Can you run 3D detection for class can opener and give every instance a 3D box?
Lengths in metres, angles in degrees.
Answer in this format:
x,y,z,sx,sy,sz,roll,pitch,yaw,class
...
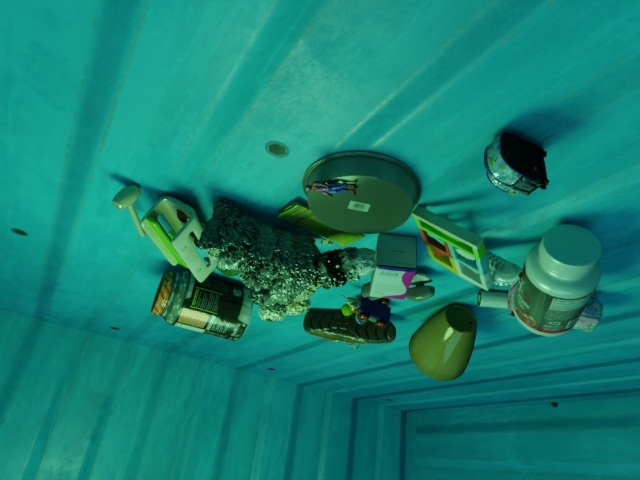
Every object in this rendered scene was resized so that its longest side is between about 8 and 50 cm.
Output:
x,y,z,sx,sy,sz,roll,pitch,yaw,class
0.250,0.162,1.521,0.074,0.093,0.280,27,151,-33,can opener

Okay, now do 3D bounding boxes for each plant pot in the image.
x,y,z,sx,sy,sz,roll,pitch,yaw,class
0.477,0.358,1.704,0.236,0.237,0.255,9,138,-1,plant pot

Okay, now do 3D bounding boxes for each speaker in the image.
x,y,z,sx,sy,sz,roll,pitch,yaw,class
0.600,0.199,1.525,0.136,0.055,0.055,4,151,6,speaker

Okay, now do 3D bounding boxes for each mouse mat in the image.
x,y,z,sx,sy,sz,roll,pitch,yaw,class
-0.296,0.087,1.601,0.189,0.007,0.152,-9,147,26,mouse mat

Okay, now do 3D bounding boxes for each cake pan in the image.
x,y,z,sx,sy,sz,roll,pitch,yaw,class
0.096,-0.102,1.108,0.292,0.054,0.293,6,151,4,cake pan

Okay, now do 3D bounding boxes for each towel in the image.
x,y,z,sx,sy,sz,roll,pitch,yaw,class
0.002,-0.040,1.267,0.237,0.021,0.102,24,155,-28,towel

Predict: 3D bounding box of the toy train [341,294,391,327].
x,y,z,sx,sy,sz,roll,pitch,yaw,class
0.129,0.246,1.686,0.247,0.105,0.143,26,152,-30,toy train

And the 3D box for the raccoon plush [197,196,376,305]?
x,y,z,sx,sy,sz,roll,pitch,yaw,class
-0.106,-0.007,1.235,0.445,0.216,0.299,-20,134,19,raccoon plush

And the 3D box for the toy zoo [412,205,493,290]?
x,y,z,sx,sy,sz,roll,pitch,yaw,class
0.356,0.034,1.202,0.192,0.030,0.293,34,169,37,toy zoo

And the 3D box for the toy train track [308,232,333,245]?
x,y,z,sx,sy,sz,roll,pitch,yaw,class
0.000,0.000,1.358,0.083,0.014,0.048,23,148,-24,toy train track

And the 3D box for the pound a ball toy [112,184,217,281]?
x,y,z,sx,sy,sz,roll,pitch,yaw,class
-0.423,-0.036,1.316,0.208,0.136,0.319,28,156,18,pound a ball toy

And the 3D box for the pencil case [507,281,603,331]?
x,y,z,sx,sy,sz,roll,pitch,yaw,class
0.737,0.210,1.440,0.283,0.124,0.124,13,151,-10,pencil case

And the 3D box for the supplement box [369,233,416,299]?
x,y,z,sx,sy,sz,roll,pitch,yaw,class
0.212,0.083,1.353,0.111,0.114,0.220,5,150,3,supplement box

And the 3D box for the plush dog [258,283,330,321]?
x,y,z,sx,sy,sz,roll,pitch,yaw,class
-0.081,0.136,1.503,0.225,0.211,0.262,-22,170,20,plush dog

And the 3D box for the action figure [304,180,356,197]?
x,y,z,sx,sy,sz,roll,pitch,yaw,class
0.022,-0.115,1.019,0.115,0.030,0.038,6,156,8,action figure

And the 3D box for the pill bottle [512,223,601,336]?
x,y,z,sx,sy,sz,roll,pitch,yaw,class
0.624,0.107,1.207,0.176,0.177,0.319,1,142,13,pill bottle

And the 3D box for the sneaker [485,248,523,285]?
x,y,z,sx,sy,sz,roll,pitch,yaw,class
0.453,0.059,1.238,0.190,0.071,0.083,22,156,48,sneaker

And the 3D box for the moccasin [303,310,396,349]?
x,y,z,sx,sy,sz,roll,pitch,yaw,class
0.120,0.365,1.866,0.379,0.139,0.147,-3,156,15,moccasin

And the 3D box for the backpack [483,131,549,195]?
x,y,z,sx,sy,sz,roll,pitch,yaw,class
0.375,-0.149,0.898,0.114,0.105,0.084,23,147,-16,backpack

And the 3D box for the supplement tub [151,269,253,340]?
x,y,z,sx,sy,sz,roll,pitch,yaw,class
-0.436,0.236,1.698,0.337,0.207,0.207,21,149,-21,supplement tub
